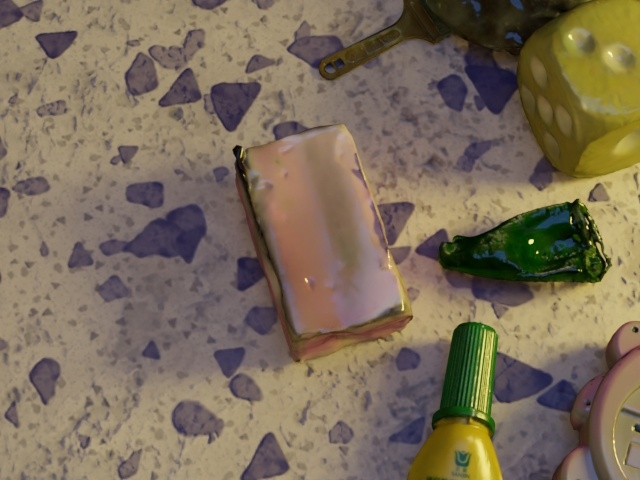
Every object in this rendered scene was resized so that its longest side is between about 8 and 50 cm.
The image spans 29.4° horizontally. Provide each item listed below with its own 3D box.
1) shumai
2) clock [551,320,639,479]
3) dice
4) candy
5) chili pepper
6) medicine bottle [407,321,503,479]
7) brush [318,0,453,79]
[{"bbox_3d":[0.289,-0.422,1.570,0.304,0.263,0.309,-20,71,-15],"label":"shumai"},{"bbox_3d":[0.400,0.231,1.406,0.227,0.090,0.248,19,67,5],"label":"clock"},{"bbox_3d":[0.355,-0.191,1.530,0.166,0.169,0.169,-19,70,-10],"label":"dice"},{"bbox_3d":[0.000,0.000,1.471,0.155,0.116,0.265,-16,69,-9],"label":"candy"},{"bbox_3d":[0.253,0.008,1.507,0.216,0.062,0.108,-1,62,-2],"label":"chili pepper"},{"bbox_3d":[0.160,0.242,1.399,0.111,0.076,0.309,13,68,-3],"label":"medicine bottle"},{"bbox_3d":[0.092,-0.274,1.641,0.218,0.010,0.082,-28,72,-12],"label":"brush"}]
